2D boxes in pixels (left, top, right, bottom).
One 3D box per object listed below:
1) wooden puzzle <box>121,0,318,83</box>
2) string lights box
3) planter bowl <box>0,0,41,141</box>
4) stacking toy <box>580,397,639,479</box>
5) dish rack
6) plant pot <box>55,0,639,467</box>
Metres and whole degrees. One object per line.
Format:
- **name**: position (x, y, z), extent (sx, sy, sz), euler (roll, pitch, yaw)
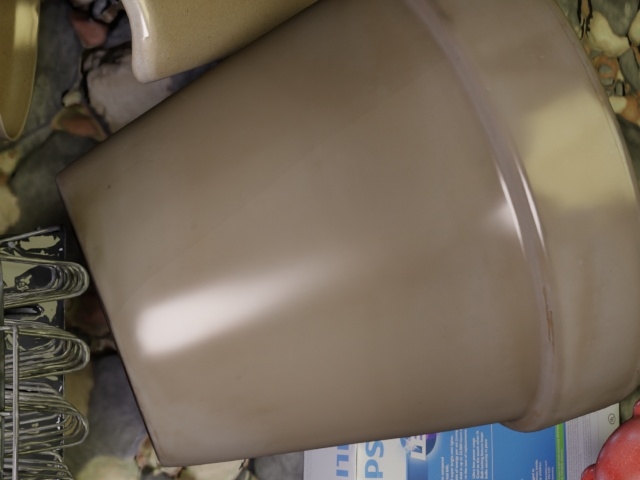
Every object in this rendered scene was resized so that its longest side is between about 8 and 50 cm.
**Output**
- **wooden puzzle**: position (-0.113, -0.288, 0.758), extent (0.322, 0.081, 0.347), euler (-38, 110, -62)
- **string lights box**: position (0.115, 0.183, 0.901), extent (0.260, 0.077, 0.133), euler (8, 79, -31)
- **planter bowl**: position (-0.233, -0.143, 0.689), extent (0.109, 0.162, 0.162), euler (4, 81, -5)
- **stacking toy**: position (0.227, 0.278, 0.898), extent (0.309, 0.130, 0.279), euler (-50, 151, 0)
- **dish rack**: position (-0.162, 0.093, 0.623), extent (0.074, 0.271, 0.208), euler (-1, 90, -19)
- **plant pot**: position (0.000, 0.000, 0.721), extent (0.281, 0.323, 0.323), euler (-20, 95, -12)
